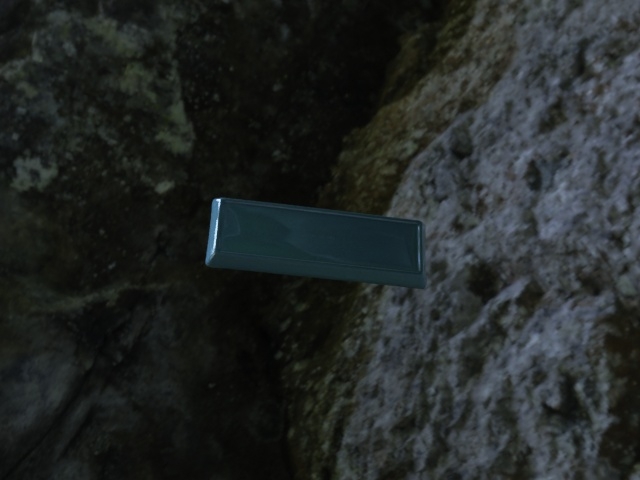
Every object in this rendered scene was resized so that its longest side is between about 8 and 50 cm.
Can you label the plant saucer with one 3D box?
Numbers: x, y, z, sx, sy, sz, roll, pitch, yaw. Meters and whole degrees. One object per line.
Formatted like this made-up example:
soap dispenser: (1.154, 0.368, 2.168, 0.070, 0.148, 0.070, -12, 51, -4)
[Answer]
plant saucer: (0.000, 0.000, 0.769, 0.192, 0.018, 0.067, 7, -118, -8)
